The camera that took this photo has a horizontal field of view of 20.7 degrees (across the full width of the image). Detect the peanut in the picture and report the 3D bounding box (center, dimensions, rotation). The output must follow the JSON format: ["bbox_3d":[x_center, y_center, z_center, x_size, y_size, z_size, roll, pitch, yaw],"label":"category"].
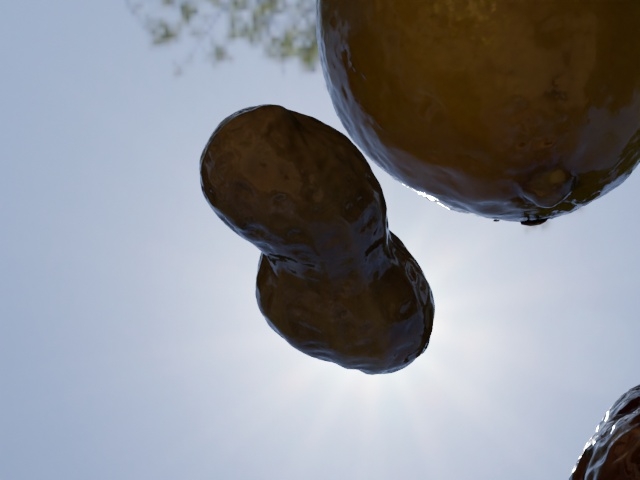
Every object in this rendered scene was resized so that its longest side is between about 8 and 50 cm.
[{"bbox_3d":[-0.002,0.001,0.907,0.089,0.193,0.089,-17,-140,15],"label":"peanut"}]

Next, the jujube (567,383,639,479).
[{"bbox_3d":[0.287,0.191,1.287,0.216,0.216,0.342,2,-176,5],"label":"jujube"}]

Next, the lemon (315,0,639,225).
[{"bbox_3d":[0.109,-0.139,1.086,0.235,0.236,0.263,9,-130,12],"label":"lemon"}]
